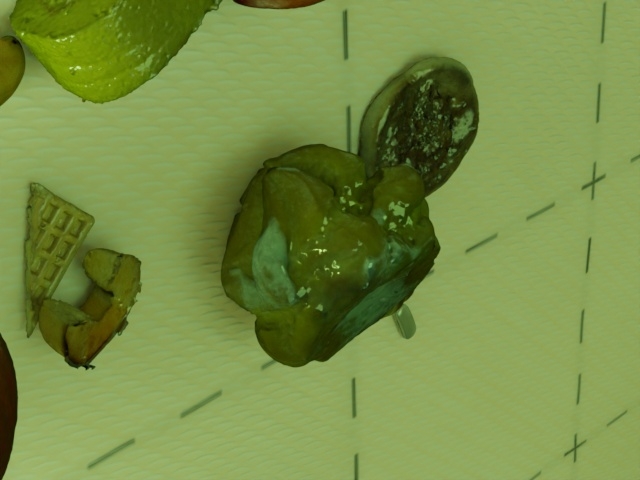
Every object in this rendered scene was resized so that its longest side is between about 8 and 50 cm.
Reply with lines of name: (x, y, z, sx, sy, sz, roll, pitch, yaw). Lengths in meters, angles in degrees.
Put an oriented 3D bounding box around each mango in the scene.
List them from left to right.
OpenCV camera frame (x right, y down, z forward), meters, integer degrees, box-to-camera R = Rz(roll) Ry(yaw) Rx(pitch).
mango: (-0.436, -0.187, 1.608, 0.190, 0.075, 0.098, -33, 127, -43)

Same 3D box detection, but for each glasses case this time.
glasses case: (0.157, 0.151, 2.462, 0.032, 0.021, 0.083, -45, 136, -21)

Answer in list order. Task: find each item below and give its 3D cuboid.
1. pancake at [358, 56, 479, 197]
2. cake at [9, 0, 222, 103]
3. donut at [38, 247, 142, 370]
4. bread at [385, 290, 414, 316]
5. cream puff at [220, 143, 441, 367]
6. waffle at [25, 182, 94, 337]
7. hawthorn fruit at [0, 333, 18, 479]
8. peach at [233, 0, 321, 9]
pancake: (0.177, -0.187, 2.289, 0.282, 0.049, 0.282, -22, 125, -35)
cake: (-0.246, -0.302, 1.669, 0.260, 0.179, 0.156, -51, 139, -14)
donut: (-0.323, 0.095, 1.858, 0.181, 0.078, 0.146, -58, 160, -28)
bread: (0.111, 0.041, 2.295, 0.213, 0.105, 0.213, -20, 122, -36)
cream puff: (0.000, 0.000, 2.056, 0.378, 0.275, 0.378, -38, 162, -14)
waffle: (-0.393, 0.028, 1.796, 0.125, 0.032, 0.191, 37, 80, -51)
hawthorn fruit: (-0.539, 0.221, 1.496, 0.403, 0.403, 0.402, -24, 126, -38)
peach: (-0.033, -0.460, 1.743, 0.308, 0.308, 0.332, 5, 112, -48)
